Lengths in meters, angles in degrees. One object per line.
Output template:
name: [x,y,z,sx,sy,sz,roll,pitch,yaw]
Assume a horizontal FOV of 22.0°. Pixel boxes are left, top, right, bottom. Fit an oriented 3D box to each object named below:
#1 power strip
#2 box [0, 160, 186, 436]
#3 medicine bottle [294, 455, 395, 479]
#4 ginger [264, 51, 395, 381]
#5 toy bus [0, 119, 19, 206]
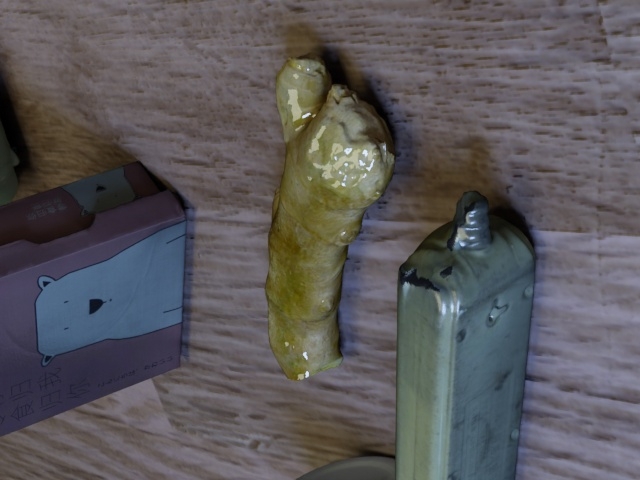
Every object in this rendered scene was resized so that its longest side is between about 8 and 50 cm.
power strip: [0.093,0.121,1.141,0.066,0.092,0.388,34,140,34]
box: [-0.231,0.055,1.455,0.086,0.215,0.215,53,151,35]
medicine bottle: [0.064,0.353,1.344,0.130,0.130,0.341,7,122,54]
ginger: [-0.003,0.001,1.211,0.118,0.065,0.299,55,151,36]
toy bus: [-0.398,-0.139,1.613,0.164,0.133,0.276,11,124,53]
